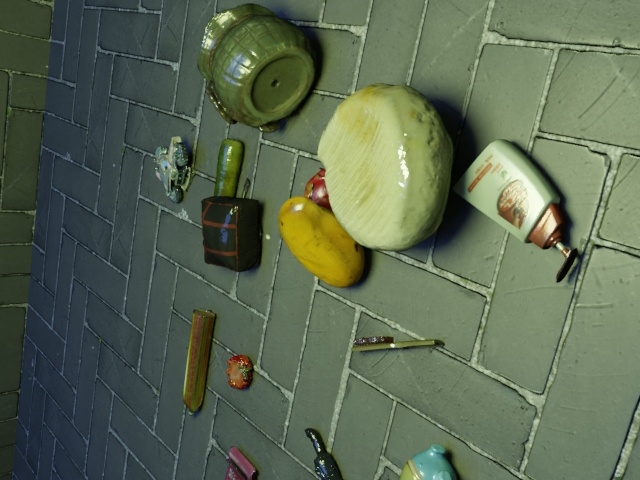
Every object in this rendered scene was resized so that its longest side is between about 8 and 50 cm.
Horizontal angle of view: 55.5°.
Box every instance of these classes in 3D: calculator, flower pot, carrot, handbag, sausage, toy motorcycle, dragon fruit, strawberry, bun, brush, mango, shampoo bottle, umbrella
[{"bbox_3d":[-0.249,0.743,1.879,0.126,0.034,0.191,31,118,39],"label":"calculator"},{"bbox_3d":[-0.163,-0.438,1.579,0.213,0.301,0.302,50,124,31],"label":"flower pot"},{"bbox_3d":[-0.300,-0.138,1.874,0.074,0.074,0.359,29,113,41],"label":"carrot"},{"bbox_3d":[-0.264,-0.025,1.777,0.169,0.155,0.216,12,107,37],"label":"handbag"},{"bbox_3d":[-0.402,0.406,1.995,0.082,0.082,0.372,23,108,42],"label":"sausage"},{"bbox_3d":[-0.509,-0.267,2.052,0.204,0.108,0.239,55,127,29],"label":"toy motorcycle"},{"bbox_3d":[0.016,-0.109,1.512,0.136,0.133,0.166,52,124,22],"label":"dragon fruit"},{"bbox_3d":[-0.246,0.400,1.856,0.152,0.048,0.104,-42,69,56],"label":"strawberry"},{"bbox_3d":[0.159,-0.150,1.299,0.365,0.219,0.365,24,118,57],"label":"bun"},{"bbox_3d":[0.174,0.239,1.427,0.248,0.043,0.036,-14,74,44],"label":"brush"},{"bbox_3d":[0.003,-0.004,1.453,0.177,0.120,0.295,-2,133,40],"label":"mango"},{"bbox_3d":[0.392,-0.056,1.176,0.153,0.071,0.284,-55,54,33],"label":"shampoo bottle"},{"bbox_3d":[0.022,0.601,1.580,0.071,0.070,0.248,-43,58,37],"label":"umbrella"}]

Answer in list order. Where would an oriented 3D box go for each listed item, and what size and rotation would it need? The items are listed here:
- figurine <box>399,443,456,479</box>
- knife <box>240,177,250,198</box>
[{"bbox_3d":[0.228,0.585,1.307,0.180,0.153,0.262,36,113,43],"label":"figurine"},{"bbox_3d":[-0.245,-0.082,1.854,0.045,0.021,0.222,36,116,42],"label":"knife"}]
